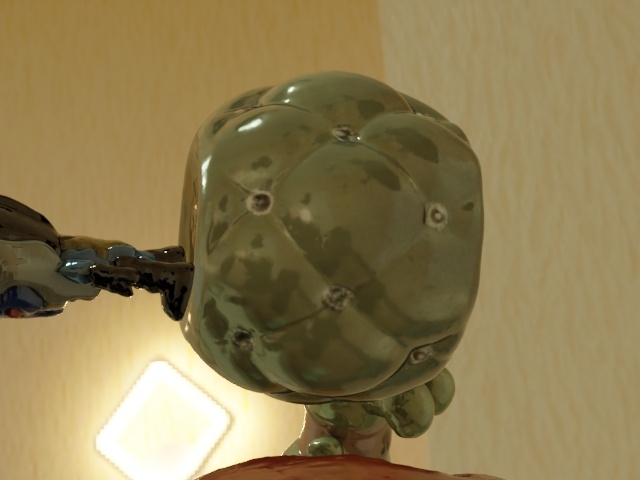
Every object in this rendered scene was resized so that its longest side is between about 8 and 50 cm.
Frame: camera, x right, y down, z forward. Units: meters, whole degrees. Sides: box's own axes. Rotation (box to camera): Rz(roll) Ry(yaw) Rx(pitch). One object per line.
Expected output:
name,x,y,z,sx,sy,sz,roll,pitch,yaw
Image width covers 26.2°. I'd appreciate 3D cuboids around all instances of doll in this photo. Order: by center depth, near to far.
doll,-0.167,0.010,0.735,0.195,0.070,0.096,6,5,-15
doll,0.013,0.192,1.203,0.155,0.113,0.275,-44,-15,-56

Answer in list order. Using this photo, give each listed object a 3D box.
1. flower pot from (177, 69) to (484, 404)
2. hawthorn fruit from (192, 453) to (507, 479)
flower pot,0.000,0.000,0.986,0.195,0.246,0.246,4,-19,-12
hawthorn fruit,-0.001,0.208,0.451,0.284,0.284,0.284,-4,-18,-1
